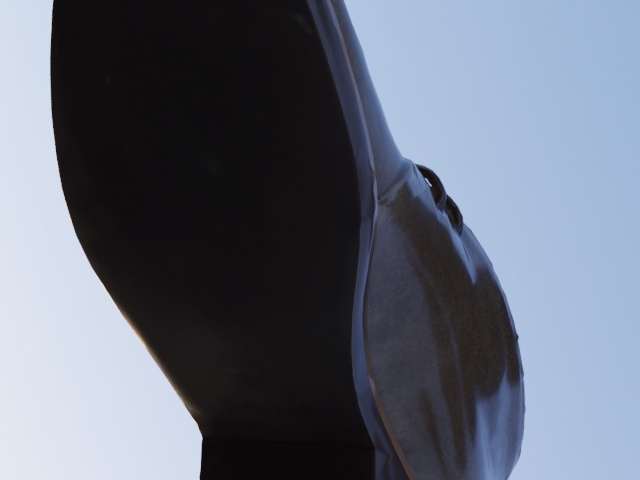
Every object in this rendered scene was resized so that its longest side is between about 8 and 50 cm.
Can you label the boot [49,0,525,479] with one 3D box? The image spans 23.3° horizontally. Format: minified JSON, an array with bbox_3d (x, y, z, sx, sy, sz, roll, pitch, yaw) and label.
[{"bbox_3d":[0.000,0.000,0.524,0.112,0.115,0.305,6,-55,35],"label":"boot"}]
